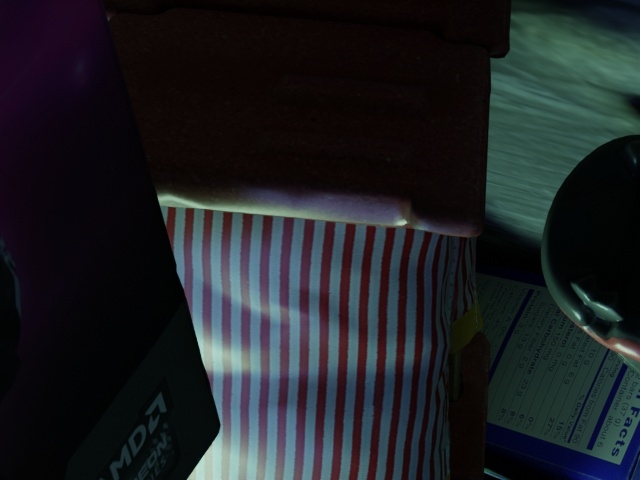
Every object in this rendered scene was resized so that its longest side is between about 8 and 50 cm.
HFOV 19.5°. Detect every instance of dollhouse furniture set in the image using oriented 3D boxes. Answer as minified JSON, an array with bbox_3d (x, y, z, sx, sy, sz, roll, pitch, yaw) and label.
[{"bbox_3d":[-0.127,0.003,0.587,0.374,0.152,0.201,5,132,10],"label":"dollhouse furniture set"}]

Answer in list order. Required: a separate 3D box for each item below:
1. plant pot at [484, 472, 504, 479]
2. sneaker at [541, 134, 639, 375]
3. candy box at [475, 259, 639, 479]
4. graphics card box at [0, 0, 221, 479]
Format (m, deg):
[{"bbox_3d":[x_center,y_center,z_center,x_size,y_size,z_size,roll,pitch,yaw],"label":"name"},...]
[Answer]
[{"bbox_3d":[0.090,0.220,1.103,0.167,0.187,0.188,6,-175,-42],"label":"plant pot"},{"bbox_3d":[0.220,0.046,0.708,0.276,0.098,0.135,23,172,18],"label":"sneaker"},{"bbox_3d":[0.195,0.115,1.165,0.268,0.122,0.317,28,172,-33],"label":"candy box"},{"bbox_3d":[-0.139,-0.014,0.297,0.094,0.233,0.371,17,141,24],"label":"graphics card box"}]
